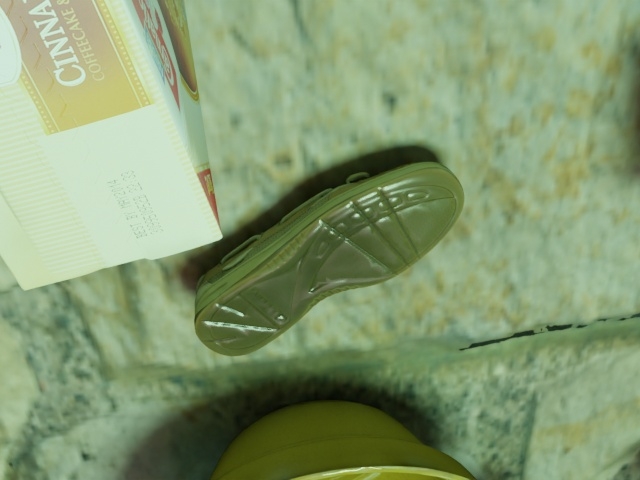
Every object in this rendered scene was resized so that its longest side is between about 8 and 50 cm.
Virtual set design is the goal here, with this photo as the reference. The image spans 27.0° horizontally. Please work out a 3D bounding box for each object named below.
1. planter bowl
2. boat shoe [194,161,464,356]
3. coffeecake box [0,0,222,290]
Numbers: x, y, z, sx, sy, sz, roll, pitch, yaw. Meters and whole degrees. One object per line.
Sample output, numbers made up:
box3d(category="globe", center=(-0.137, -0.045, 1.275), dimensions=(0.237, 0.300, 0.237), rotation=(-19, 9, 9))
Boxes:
box3d(category="planter bowl", center=(0.001, 0.160, 0.813), dimensions=(0.217, 0.090, 0.217), rotation=(-8, 140, -7))
box3d(category="boat shoe", center=(0.001, 0.002, 0.673), dimensions=(0.153, 0.048, 0.056), rotation=(-35, 123, 15))
box3d(category="coffeecake box", center=(-0.090, -0.103, 0.411), dimensions=(0.068, 0.185, 0.142), rotation=(-15, 140, 3))
